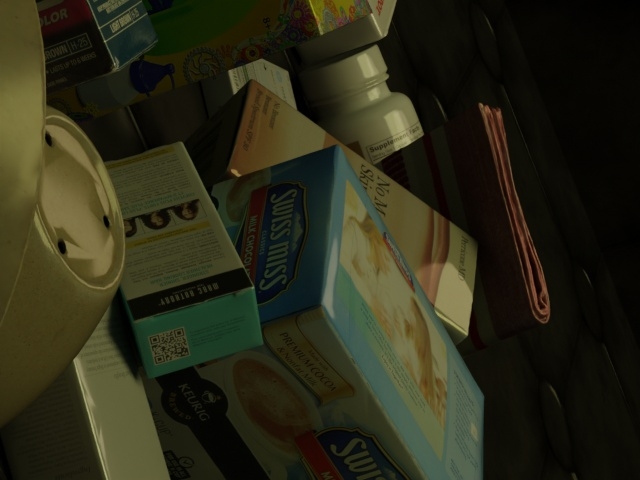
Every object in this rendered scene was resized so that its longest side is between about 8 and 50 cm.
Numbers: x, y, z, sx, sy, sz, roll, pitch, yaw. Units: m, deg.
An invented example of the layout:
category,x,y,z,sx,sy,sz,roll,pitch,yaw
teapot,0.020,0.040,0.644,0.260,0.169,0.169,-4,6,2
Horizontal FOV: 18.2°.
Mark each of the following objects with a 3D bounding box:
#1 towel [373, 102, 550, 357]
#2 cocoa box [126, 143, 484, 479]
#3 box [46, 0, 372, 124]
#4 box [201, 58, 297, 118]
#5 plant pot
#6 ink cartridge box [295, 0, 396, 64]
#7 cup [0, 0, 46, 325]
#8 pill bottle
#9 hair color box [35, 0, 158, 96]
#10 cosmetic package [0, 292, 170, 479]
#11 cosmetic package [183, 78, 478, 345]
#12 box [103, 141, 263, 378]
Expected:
category,x,y,z,sx,sy,sz,roll,pitch,yaw
towel,0.100,0.024,2.111,0.037,0.329,0.237,1,70,-40
cocoa box,-0.016,0.133,1.808,0.347,0.228,0.231,59,23,-33
box,-0.146,-0.279,1.741,0.290,0.279,0.177,69,19,-6
box,-0.070,-0.131,2.185,0.186,0.038,0.145,14,60,-67
plant pot,-0.245,0.002,1.357,0.284,0.191,0.284,-17,90,-71
ink cartridge box,-0.013,-0.381,2.442,0.273,0.115,0.198,63,22,-24
cup,-0.332,-0.048,1.052,0.237,0.331,0.331,11,60,-39
pill bottle,0.060,-0.109,2.379,0.229,0.131,0.131,69,19,-9
hair color box,-0.278,-0.273,1.533,0.347,0.174,0.105,67,21,-12
cosmetic package,-0.188,0.146,1.551,0.117,0.085,0.231,-3,78,-71
cosmetic package,0.000,0.000,1.945,0.296,0.129,0.153,34,37,-21
box,-0.129,0.011,1.662,0.244,0.100,0.060,-119,-164,-54
